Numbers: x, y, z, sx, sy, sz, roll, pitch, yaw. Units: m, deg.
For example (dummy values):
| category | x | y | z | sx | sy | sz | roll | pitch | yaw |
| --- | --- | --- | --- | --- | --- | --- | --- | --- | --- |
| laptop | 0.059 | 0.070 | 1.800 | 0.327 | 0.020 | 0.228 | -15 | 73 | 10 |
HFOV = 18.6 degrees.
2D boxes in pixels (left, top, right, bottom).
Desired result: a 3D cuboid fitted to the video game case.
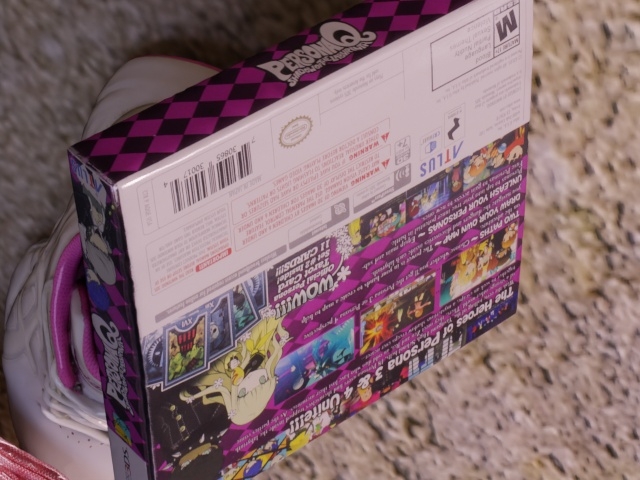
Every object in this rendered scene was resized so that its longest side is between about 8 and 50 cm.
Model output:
| category | x | y | z | sx | sy | sz | roll | pitch | yaw |
| --- | --- | --- | --- | --- | --- | --- | --- | --- | --- |
| video game case | 0.000 | 0.000 | 0.889 | 0.042 | 0.232 | 0.210 | 37 | 145 | 37 |

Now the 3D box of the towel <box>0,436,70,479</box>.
| category | x | y | z | sx | sy | sz | roll | pitch | yaw |
| --- | --- | --- | --- | --- | --- | --- | --- | --- | --- |
| towel | -0.292 | 0.135 | 1.136 | 0.237 | 0.037 | 0.329 | 43 | 142 | -24 |

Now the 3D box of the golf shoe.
| category | x | y | z | sx | sy | sz | roll | pitch | yaw |
| --- | --- | --- | --- | --- | --- | --- | --- | --- | --- |
| golf shoe | -0.111 | 0.049 | 0.997 | 0.115 | 0.140 | 0.306 | 17 | 133 | -4 |
